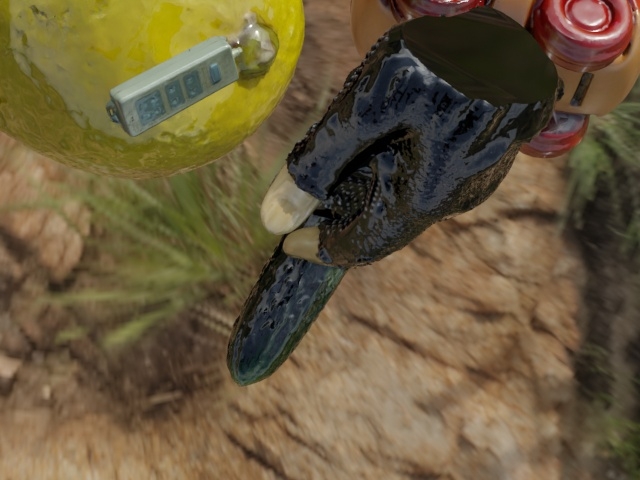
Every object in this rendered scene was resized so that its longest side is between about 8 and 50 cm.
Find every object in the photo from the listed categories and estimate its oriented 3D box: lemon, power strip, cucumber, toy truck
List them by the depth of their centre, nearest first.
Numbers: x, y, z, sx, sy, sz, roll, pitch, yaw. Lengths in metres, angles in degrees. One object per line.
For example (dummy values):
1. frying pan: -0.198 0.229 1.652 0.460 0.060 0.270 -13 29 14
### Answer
1. power strip: -0.078 -0.086 0.963 0.083 0.017 0.027 -30 134 -16
2. cucumber: 0.000 0.000 1.130 0.052 0.058 0.215 26 79 12
3. lemon: -0.150 -0.173 1.326 0.260 0.260 0.284 -40 59 -1
4. toy truck: 0.164 -0.215 1.474 0.264 0.189 0.239 13 59 -1

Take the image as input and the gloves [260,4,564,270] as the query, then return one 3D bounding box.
1. gloves: 0.041 -0.039 0.969 0.106 0.129 0.181 34 130 -2
